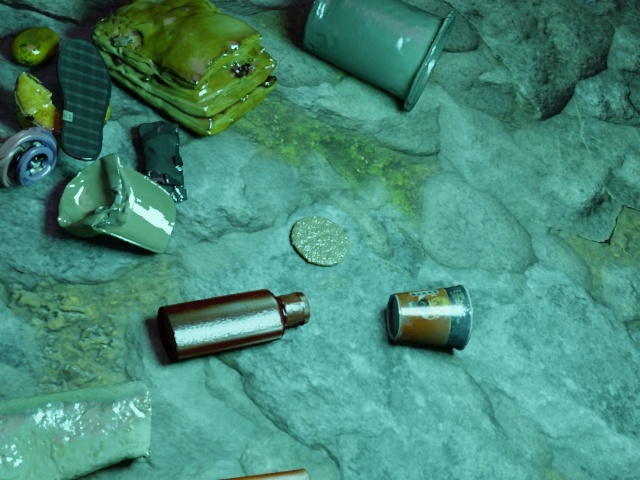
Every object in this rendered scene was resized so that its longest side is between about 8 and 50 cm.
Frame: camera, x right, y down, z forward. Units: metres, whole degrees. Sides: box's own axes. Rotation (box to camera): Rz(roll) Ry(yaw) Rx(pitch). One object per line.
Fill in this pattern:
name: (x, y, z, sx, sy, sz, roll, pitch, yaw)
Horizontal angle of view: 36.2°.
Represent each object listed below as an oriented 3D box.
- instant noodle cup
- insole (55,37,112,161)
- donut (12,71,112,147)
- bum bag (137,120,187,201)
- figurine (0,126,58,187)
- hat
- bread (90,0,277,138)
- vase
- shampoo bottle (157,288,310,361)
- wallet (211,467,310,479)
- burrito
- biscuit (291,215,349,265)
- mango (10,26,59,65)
instant noodle cup: (0.197, 0.140, 1.805, 0.135, 0.127, 0.127, 2, 54, -12)
insole: (-0.441, -0.265, 1.813, 0.110, 0.012, 0.309, 15, 48, -24)
donut: (-0.483, -0.234, 1.821, 0.181, 0.078, 0.146, 4, 55, -28)
bum bag: (-0.298, -0.158, 1.857, 0.087, 0.049, 0.198, 5, 53, -25)
figurine: (-0.551, -0.151, 1.718, 0.157, 0.126, 0.114, 11, 91, 15)
hat: (-0.361, -0.040, 1.744, 0.173, 0.144, 0.166, 53, 38, -41)
bread: (-0.261, -0.384, 1.963, 0.324, 0.167, 0.277, 39, 50, 7)
vase: (0.122, -0.452, 2.143, 0.291, 0.245, 0.245, 28, 49, 5)
shampoo bottle: (-0.144, 0.138, 1.690, 0.260, 0.064, 0.102, -10, 59, -28)
wallet: (-0.103, 0.428, 1.504, 0.204, 0.045, 0.142, -1, 54, -25)
burrito: (-0.394, 0.288, 1.449, 0.299, 0.105, 0.143, -10, 64, -30)
biscuit: (0.000, 0.000, 1.886, 0.120, 0.015, 0.120, 12, 51, -15)
mango: (-0.555, -0.381, 1.913, 0.079, 0.057, 0.114, 26, 41, 3)
